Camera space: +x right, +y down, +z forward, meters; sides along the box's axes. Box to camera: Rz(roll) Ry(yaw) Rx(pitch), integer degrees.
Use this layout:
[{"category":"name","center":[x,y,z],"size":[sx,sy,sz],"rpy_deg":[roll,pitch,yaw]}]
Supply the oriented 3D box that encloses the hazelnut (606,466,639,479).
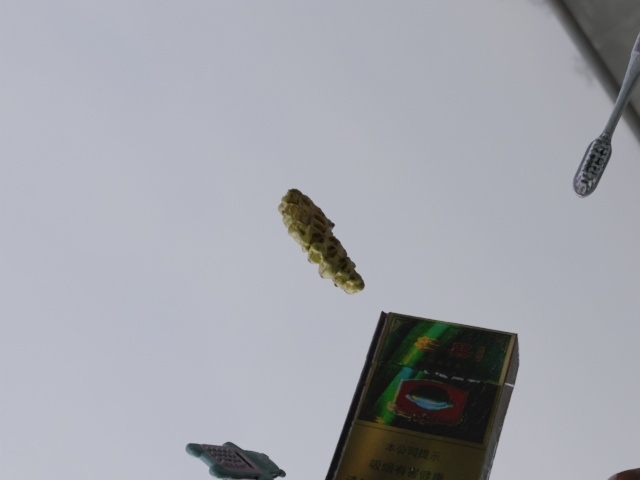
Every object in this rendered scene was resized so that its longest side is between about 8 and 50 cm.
[{"category":"hazelnut","center":[0.398,0.327,1.577],"size":[0.086,0.086,0.086],"rpy_deg":[45,-156,-27]}]

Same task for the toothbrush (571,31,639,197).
[{"category":"toothbrush","center":[0.298,-0.192,1.095],"size":[0.024,0.354,0.029],"rpy_deg":[25,165,8]}]

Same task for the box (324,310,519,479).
[{"category":"box","center":[0.114,0.198,1.343],"size":[0.071,0.159,0.240],"rpy_deg":[72,-149,-49]}]

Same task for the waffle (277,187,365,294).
[{"category":"waffle","center":[0.002,-0.003,1.885],"size":[0.149,0.051,0.194],"rpy_deg":[34,-162,-51]}]

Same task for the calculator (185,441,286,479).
[{"category":"calculator","center":[-0.099,0.273,1.522],"size":[0.094,0.019,0.141],"rpy_deg":[34,-169,39]}]
